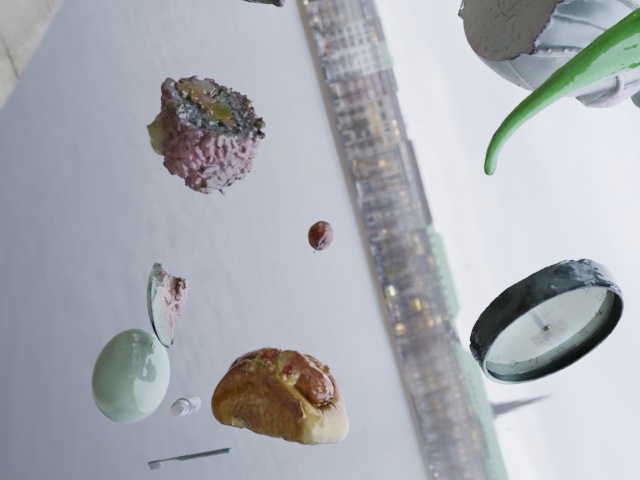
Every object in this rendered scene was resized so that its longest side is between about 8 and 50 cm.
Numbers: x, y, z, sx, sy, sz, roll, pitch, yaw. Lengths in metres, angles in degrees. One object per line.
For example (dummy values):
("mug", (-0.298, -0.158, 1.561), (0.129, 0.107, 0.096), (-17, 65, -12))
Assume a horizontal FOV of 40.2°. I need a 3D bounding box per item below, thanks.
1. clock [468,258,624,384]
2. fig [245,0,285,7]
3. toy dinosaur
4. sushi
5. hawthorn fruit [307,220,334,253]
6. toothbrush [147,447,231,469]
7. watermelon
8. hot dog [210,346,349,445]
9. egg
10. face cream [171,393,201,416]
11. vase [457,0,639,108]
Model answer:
("clock", (0.317, 0.119, 1.218), (0.226, 0.226, 0.049), (71, -6, -52))
("fig", (-0.123, -0.492, 1.535), (0.203, 0.203, 0.235), (70, 11, -59))
("toy dinosaur", (0.458, -0.234, 1.067), (0.375, 0.500, 0.144), (18, 34, -35))
("sushi", (-0.265, -0.236, 1.921), (0.270, 0.237, 0.170), (60, -40, 39))
("hawthorn fruit", (0.000, 0.000, 2.035), (0.103, 0.067, 0.066), (-85, 162, -53))
("toothbrush", (-0.209, 0.347, 1.391), (0.011, 0.167, 0.014), (-27, 99, -63))
("watermelon", (-0.300, 0.125, 1.663), (0.101, 0.080, 0.155), (123, -21, -88))
("hot dog", (-0.070, 0.268, 1.560), (0.150, 0.257, 0.153), (9, 87, -54))
("egg", (-0.372, 0.266, 1.718), (0.149, 0.149, 0.192), (-70, 175, -85))
("face cream", (-0.235, 0.288, 1.519), (0.130, 0.034, 0.034), (69, 7, -83))
("vase", (0.430, -0.317, 1.336), (0.250, 0.445, 0.249), (-12, -105, 52))
